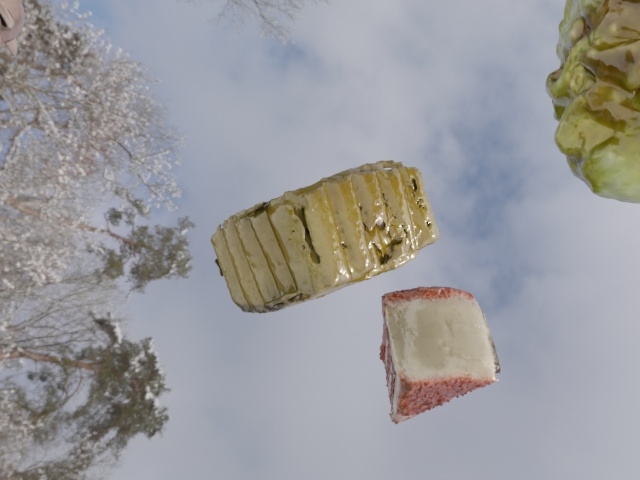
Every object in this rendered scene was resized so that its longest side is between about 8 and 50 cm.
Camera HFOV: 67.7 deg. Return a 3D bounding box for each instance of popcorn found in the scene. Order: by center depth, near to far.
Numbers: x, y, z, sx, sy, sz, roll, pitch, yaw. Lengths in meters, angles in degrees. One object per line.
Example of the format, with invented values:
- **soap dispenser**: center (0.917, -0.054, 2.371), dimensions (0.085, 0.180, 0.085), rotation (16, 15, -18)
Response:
- **popcorn**: center (0.318, -0.188, 0.473), dimensions (0.173, 0.286, 0.225), rotation (0, -52, 26)

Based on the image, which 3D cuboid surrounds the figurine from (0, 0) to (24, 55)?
- **figurine**: center (-0.582, -0.401, 0.825), dimensions (0.125, 0.125, 0.138), rotation (-27, -74, 23)

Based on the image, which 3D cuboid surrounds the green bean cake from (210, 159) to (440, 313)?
- **green bean cake**: center (0.000, 0.000, 0.590), dimensions (0.229, 0.224, 0.131), rotation (-18, -88, 55)

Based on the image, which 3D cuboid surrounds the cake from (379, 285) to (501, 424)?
- **cake**: center (0.132, 0.199, 0.782), dimensions (0.262, 0.159, 0.158), rotation (-49, -144, 41)
